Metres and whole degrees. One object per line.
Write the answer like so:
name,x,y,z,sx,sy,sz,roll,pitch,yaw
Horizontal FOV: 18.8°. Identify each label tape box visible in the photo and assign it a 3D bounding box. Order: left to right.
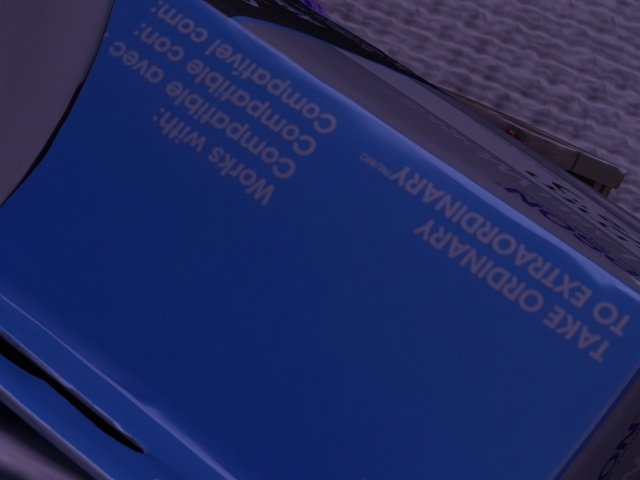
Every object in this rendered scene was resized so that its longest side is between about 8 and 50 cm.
label tape box,0.000,0.000,0.615,0.249,0.115,0.348,36,8,21

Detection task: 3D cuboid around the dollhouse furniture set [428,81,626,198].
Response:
dollhouse furniture set,0.029,-0.024,0.988,0.184,0.129,0.129,29,8,30

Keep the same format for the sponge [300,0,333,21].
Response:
sponge,-0.036,-0.072,0.863,0.117,0.031,0.210,-24,-76,47

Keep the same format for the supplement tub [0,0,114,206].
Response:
supplement tub,-0.197,-0.120,0.430,0.207,0.207,0.338,19,14,-40
